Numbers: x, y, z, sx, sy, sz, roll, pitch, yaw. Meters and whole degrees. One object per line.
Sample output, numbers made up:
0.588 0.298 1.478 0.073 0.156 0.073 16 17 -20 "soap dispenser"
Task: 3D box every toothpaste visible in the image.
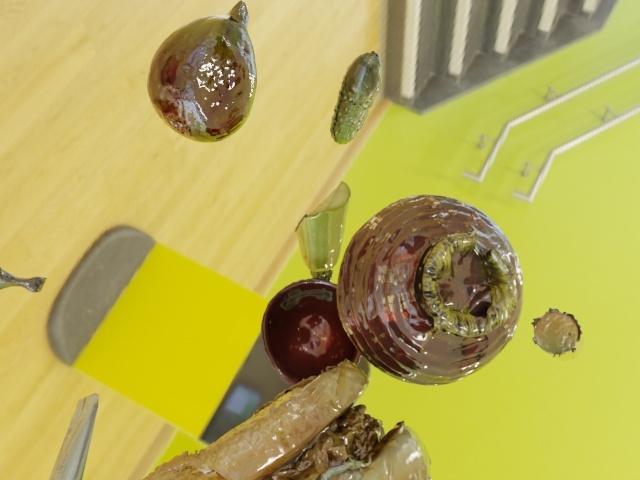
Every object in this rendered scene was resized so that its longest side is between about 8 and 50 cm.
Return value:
-0.205 0.214 0.616 0.048 0.029 0.197 -30 -138 49 "toothpaste"

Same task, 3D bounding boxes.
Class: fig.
-0.107 -0.176 0.808 0.109 0.103 0.155 48 65 -40 "fig"

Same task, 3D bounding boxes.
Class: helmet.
-0.005 0.155 1.231 0.155 0.175 0.106 -22 161 -1 "helmet"

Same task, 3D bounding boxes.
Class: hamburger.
-0.059 0.282 0.847 0.318 0.195 0.277 -39 171 27 "hamburger"

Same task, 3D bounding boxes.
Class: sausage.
0.422 0.172 1.399 0.083 0.083 0.264 -65 157 -1 "sausage"

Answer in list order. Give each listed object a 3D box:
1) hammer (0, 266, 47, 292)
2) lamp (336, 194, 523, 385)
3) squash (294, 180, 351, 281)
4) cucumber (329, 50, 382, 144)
-0.292 -0.034 0.664 0.297 0.125 0.027 120 -26 -55 "hammer"
0.137 0.058 0.976 0.247 0.246 0.247 -54 159 -32 "lamp"
-0.003 -0.002 1.245 0.090 0.075 0.200 -66 169 -45 "squash"
0.059 -0.239 1.390 0.069 0.069 0.227 -53 171 -35 "cucumber"
